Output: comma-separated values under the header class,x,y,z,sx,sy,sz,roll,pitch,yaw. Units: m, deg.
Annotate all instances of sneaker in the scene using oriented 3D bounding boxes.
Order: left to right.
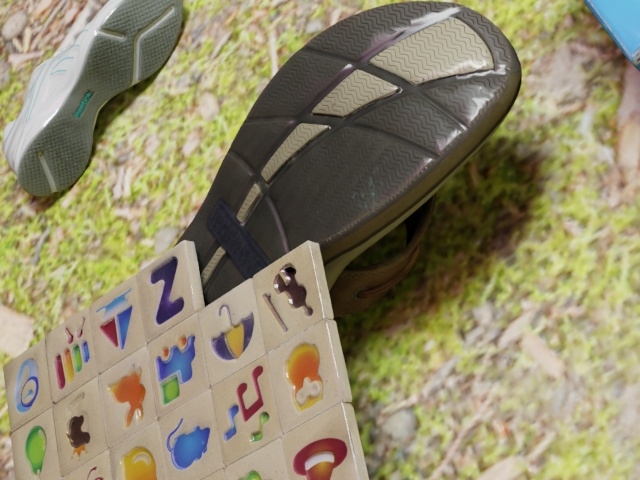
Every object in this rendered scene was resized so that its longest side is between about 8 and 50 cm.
class,x,y,z,sx,sy,sz,roll,pitch,yaw
sneaker,-0.143,-0.102,0.980,0.152,0.054,0.061,-52,42,3

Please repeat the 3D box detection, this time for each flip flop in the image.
class,x,y,z,sx,sy,sz,roll,pitch,yaw
flip flop,0.000,0.000,0.793,0.277,0.080,0.112,-54,47,22

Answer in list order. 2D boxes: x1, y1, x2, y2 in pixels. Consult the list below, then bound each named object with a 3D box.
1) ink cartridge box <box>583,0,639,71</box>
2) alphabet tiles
class,x,y,z,sx,sy,sz,roll,pitch,yaw
ink cartridge box,0.148,-0.122,0.689,0.082,0.139,0.190,-39,46,16
alphabet tiles,-0.072,0.103,0.773,0.237,0.009,0.198,-33,57,36
